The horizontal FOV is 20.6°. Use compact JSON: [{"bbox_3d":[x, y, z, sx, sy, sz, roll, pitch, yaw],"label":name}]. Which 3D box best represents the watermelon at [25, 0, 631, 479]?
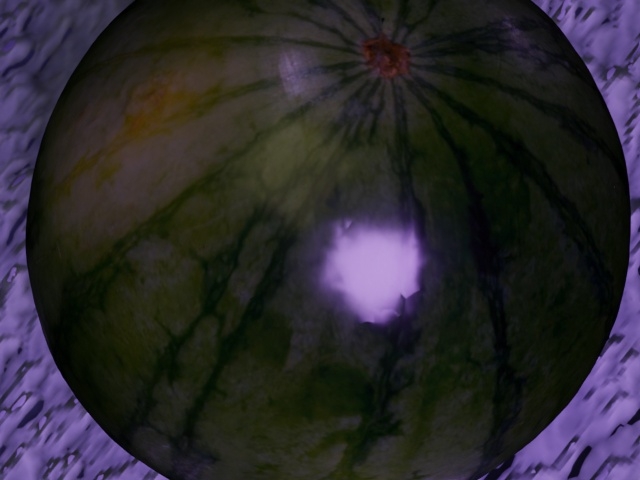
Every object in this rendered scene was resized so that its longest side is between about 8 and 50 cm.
[{"bbox_3d":[0.000,0.000,0.567,0.188,0.215,0.188,5,63,-9],"label":"watermelon"}]
